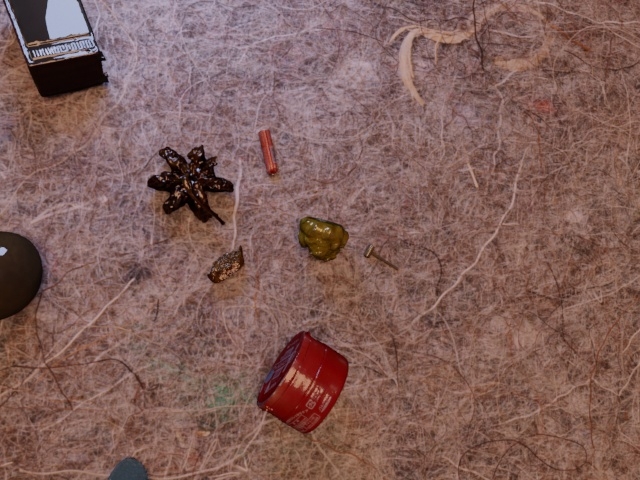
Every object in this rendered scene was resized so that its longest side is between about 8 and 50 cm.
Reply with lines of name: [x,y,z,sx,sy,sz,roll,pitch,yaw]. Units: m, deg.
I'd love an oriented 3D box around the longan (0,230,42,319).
longan: [-0.759,0.086,1.245,0.220,0.196,0.196,-39,93,-18]

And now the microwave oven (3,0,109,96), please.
microwave oven: [-0.658,-0.510,1.329,0.178,0.188,0.247,-21,85,-18]

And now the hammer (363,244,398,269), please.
hammer: [0.177,0.054,1.524,0.110,0.019,0.035,31,80,-9]

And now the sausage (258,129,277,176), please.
sausage: [-0.143,-0.240,1.480,0.034,0.034,0.129,-12,88,-12]

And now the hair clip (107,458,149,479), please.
hair clip: [-0.481,0.759,1.195,0.318,0.392,0.238,44,104,-3]

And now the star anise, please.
star anise: [-0.336,-0.156,1.389,0.220,0.126,0.190,11,79,-7]

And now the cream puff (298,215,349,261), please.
cream puff: [0.000,0.000,1.441,0.146,0.146,0.116,13,99,-10]

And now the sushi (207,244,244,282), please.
sushi: [-0.249,0.063,1.422,0.120,0.052,0.055,-35,107,-10]

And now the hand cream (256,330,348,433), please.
hand cream: [-0.043,0.356,1.346,0.149,0.230,0.230,36,79,-5]
